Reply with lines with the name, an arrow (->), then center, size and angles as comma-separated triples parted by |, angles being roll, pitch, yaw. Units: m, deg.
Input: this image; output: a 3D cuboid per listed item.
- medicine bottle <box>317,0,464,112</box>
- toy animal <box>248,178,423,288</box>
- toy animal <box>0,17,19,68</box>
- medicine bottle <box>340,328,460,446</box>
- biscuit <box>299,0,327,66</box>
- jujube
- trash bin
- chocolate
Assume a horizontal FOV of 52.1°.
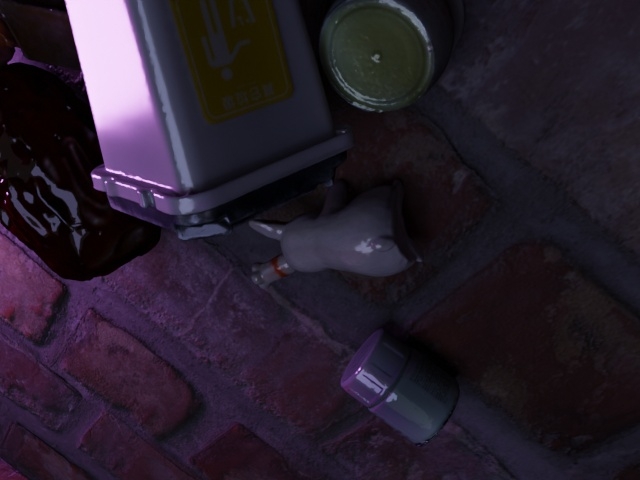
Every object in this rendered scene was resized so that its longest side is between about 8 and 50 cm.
medicine bottle -> 0.085, -0.241, 0.761 | 0.147, 0.143, 0.147 | 15, 133, 17
toy animal -> 0.013, -0.007, 0.991 | 0.283, 0.138, 0.140 | -4, 114, 39
toy animal -> -0.611, -0.311, 1.036 | 0.281, 0.169, 0.195 | -30, 144, 16
medicine bottle -> 0.134, 0.246, 1.110 | 0.169, 0.135, 0.135 | 36, 133, -2
biscuit -> -0.057, -0.314, 0.825 | 0.144, 0.078, 0.425 | 21, 132, 13
jujube -> -0.422, -0.098, 1.069 | 0.258, 0.258, 0.376 | -24, 115, 39
trash bin -> -0.155, -0.214, 0.732 | 0.296, 0.256, 0.367 | 18, 128, 49
chocolate -> -0.305, -0.300, 0.953 | 0.321, 0.112, 0.111 | 15, 138, 17
